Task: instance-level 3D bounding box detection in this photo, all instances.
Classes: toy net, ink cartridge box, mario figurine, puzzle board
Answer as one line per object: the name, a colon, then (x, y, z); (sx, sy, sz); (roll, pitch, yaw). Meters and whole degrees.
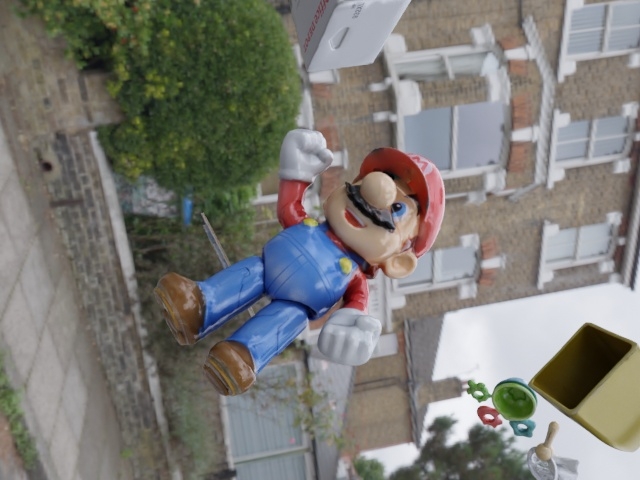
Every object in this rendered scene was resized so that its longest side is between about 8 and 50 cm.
toy net: (0.320, 0.313, 1.123); (0.232, 0.122, 0.045); (59, 36, -11)
ink cartridge box: (0.021, -0.461, 1.143); (0.223, 0.129, 0.307); (132, -55, -70)
mario figurine: (0.000, 0.000, 0.703); (0.170, 0.320, 0.198); (3, -54, 61)
puzzle board: (-0.119, 0.033, 0.906); (0.128, 0.011, 0.096); (53, -13, 49)

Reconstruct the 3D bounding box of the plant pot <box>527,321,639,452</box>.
plant pot: (0.251, 0.136, 0.624); (0.083, 0.081, 0.081); (45, -2, -12)
